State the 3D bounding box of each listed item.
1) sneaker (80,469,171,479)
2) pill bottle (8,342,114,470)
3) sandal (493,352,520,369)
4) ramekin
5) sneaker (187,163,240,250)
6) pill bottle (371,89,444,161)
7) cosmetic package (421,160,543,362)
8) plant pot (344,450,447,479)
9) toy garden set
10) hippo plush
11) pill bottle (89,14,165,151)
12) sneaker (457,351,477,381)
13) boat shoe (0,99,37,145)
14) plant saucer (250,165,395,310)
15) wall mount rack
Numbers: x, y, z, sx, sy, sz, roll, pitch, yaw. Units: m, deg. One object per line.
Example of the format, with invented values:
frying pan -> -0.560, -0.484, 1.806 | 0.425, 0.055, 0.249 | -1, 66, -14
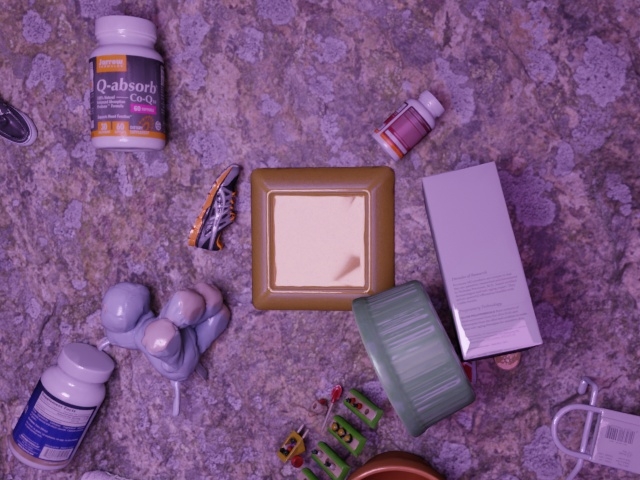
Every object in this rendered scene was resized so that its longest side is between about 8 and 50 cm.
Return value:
sneaker -> -0.486, 0.609, 1.471 | 0.305, 0.114, 0.152 | -19, 92, 7
pill bottle -> -0.595, 0.381, 1.451 | 0.153, 0.153, 0.264 | 30, 96, 4
sandal -> 0.402, 0.170, 1.361 | 0.088, 0.079, 0.240 | -8, 93, 7
ramekin -> 0.195, 0.229, 1.277 | 0.148, 0.303, 0.303 | -26, 90, 7
sneaker -> -0.228, -0.074, 1.425 | 0.083, 0.084, 0.214 | 25, 100, -9
pill bottle -> 0.192, -0.251, 1.356 | 0.152, 0.086, 0.086 | -42, 88, 8
cosmetic package -> 0.319, 0.050, 1.262 | 0.155, 0.197, 0.365 | -14, 74, 8
plant pot -> 0.166, 0.588, 1.352 | 0.291, 0.203, 0.290 | 0, 94, 6
toy garden set -> 0.005, 0.429, 1.374 | 0.049, 0.204, 0.244 | 35, 84, -32
hippo plush -> -0.362, 0.186, 1.417 | 0.237, 0.234, 0.294 | 23, 139, 22
pill bottle -> -0.428, -0.340, 1.384 | 0.162, 0.162, 0.278 | 0, 94, 6
sneaker -> 0.312, 0.262, 1.396 | 0.067, 0.042, 0.118 | -6, 95, 4
boat shoe -> -0.773, -0.308, 1.467 | 0.228, 0.076, 0.080 | 44, 97, 2
plant saucer -> 0.000, 0.000, 1.397 | 0.333, 0.081, 0.332 | 0, 93, 6
wall mount rack -> 0.645, 0.467, 1.335 | 0.350, 0.130, 0.304 | 13, 91, 6
